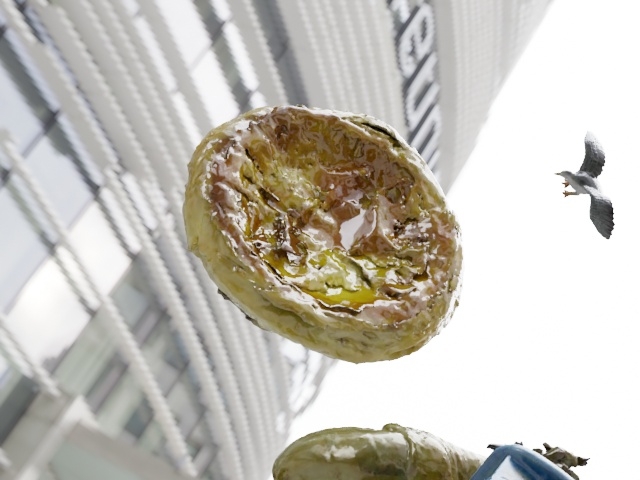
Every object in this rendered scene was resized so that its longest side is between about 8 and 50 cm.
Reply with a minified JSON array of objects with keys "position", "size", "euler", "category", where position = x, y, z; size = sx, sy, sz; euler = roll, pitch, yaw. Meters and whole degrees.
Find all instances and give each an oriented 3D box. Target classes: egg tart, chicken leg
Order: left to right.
[{"position":[0.000,0.000,1.320],"size":[0.290,0.290,0.115],"euler":[33,-39,0],"category":"egg tart"},{"position":[0.078,0.183,0.990],"size":[0.227,0.103,0.088],"euler":[4,-11,-11],"category":"chicken leg"}]

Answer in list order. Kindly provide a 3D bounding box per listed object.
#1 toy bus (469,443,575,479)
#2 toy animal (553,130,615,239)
[{"position":[0.055,0.284,0.752],"size":[0.152,0.190,0.312],"euler":[38,-58,10],"category":"toy bus"},{"position":[0.185,-0.042,0.988],"size":[0.050,0.084,0.028],"euler":[1,-21,-19],"category":"toy animal"}]
